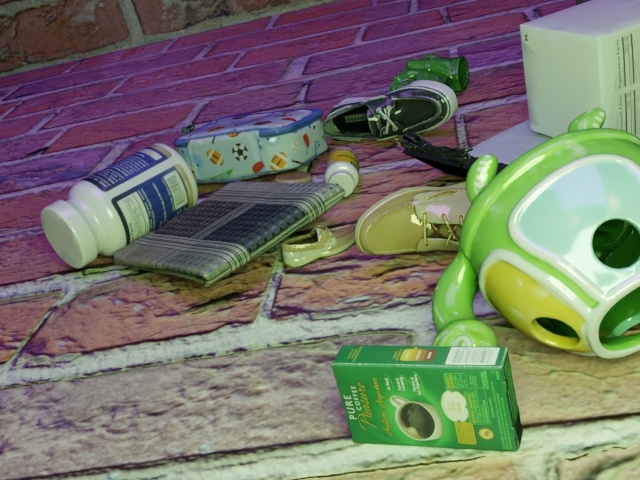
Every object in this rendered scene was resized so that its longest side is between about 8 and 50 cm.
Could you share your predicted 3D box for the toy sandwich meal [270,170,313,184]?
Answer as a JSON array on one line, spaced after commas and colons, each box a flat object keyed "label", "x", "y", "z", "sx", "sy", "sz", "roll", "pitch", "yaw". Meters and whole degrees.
[{"label": "toy sandwich meal", "x": -0.056, "y": -0.113, "z": 1.635, "sx": 0.085, "sy": 0.029, "sz": 0.085, "roll": -3, "pitch": 20, "yaw": 1}]

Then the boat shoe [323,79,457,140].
[{"label": "boat shoe", "x": 0.136, "y": -0.260, "z": 1.740, "sx": 0.301, "sy": 0.108, "sz": 0.102, "roll": 0, "pitch": 29, "yaw": 34}]

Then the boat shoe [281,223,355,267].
[{"label": "boat shoe", "x": 0.000, "y": 0.000, "z": 1.350, "sx": 0.135, "sy": 0.045, "sz": 0.050, "roll": -24, "pitch": 27, "yaw": -18}]

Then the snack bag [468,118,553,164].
[{"label": "snack bag", "x": 0.455, "y": -0.165, "z": 1.454, "sx": 0.323, "sy": 0.037, "sz": 0.342, "roll": -27, "pitch": 28, "yaw": -25}]

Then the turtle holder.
[{"label": "turtle holder", "x": 0.275, "y": 0.017, "z": 0.948, "sx": 0.320, "sy": 0.243, "sz": 0.227, "roll": -11, "pitch": 41, "yaw": -14}]

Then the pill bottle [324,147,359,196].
[{"label": "pill bottle", "x": 0.040, "y": -0.125, "z": 1.562, "sx": 0.065, "sy": 0.065, "sz": 0.116, "roll": -11, "pitch": 26, "yaw": 8}]

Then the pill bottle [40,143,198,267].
[{"label": "pill bottle", "x": -0.372, "y": -0.064, "z": 1.556, "sx": 0.153, "sy": 0.153, "sz": 0.264, "roll": 12, "pitch": 36, "yaw": 44}]

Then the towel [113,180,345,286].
[{"label": "towel", "x": -0.162, "y": -0.017, "z": 1.448, "sx": 0.312, "sy": 0.056, "sz": 0.324, "roll": -35, "pitch": 26, "yaw": -32}]

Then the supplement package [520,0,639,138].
[{"label": "supplement package", "x": 0.514, "y": -0.299, "z": 1.427, "sx": 0.262, "sy": 0.198, "sz": 0.199, "roll": -22, "pitch": 27, "yaw": -18}]

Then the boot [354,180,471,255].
[{"label": "boot", "x": 0.199, "y": -0.011, "z": 1.204, "sx": 0.261, "sy": 0.095, "sz": 0.203, "roll": -12, "pitch": 23, "yaw": -17}]

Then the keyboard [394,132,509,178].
[{"label": "keyboard", "x": 0.246, "y": -0.123, "z": 1.350, "sx": 0.201, "sy": 0.033, "sz": 0.317, "roll": 20, "pitch": 2, "yaw": -37}]

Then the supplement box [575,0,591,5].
[{"label": "supplement box", "x": 0.611, "y": -0.446, "z": 1.765, "sx": 0.104, "sy": 0.188, "sz": 0.081, "roll": -20, "pitch": 26, "yaw": -12}]

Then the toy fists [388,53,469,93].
[{"label": "toy fists", "x": 0.238, "y": -0.355, "z": 1.893, "sx": 0.142, "sy": 0.096, "sz": 0.279, "roll": -3, "pitch": 29, "yaw": 25}]

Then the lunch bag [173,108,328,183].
[{"label": "lunch bag", "x": -0.148, "y": -0.209, "z": 1.768, "sx": 0.303, "sy": 0.115, "sz": 0.243, "roll": 0, "pitch": 22, "yaw": 27}]

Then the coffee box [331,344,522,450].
[{"label": "coffee box", "x": 0.111, "y": 0.164, "z": 0.878, "sx": 0.184, "sy": 0.113, "sz": 0.040, "roll": -4, "pitch": 28, "yaw": 25}]
